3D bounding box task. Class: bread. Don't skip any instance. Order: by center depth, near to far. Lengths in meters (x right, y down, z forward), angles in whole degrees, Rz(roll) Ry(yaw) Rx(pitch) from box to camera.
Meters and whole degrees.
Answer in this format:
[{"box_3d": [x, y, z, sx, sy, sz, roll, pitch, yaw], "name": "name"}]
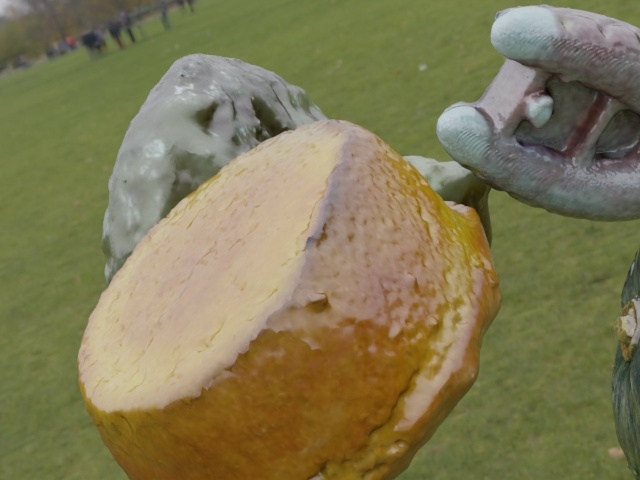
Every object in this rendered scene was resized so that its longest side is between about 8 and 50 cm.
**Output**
[{"box_3d": [-0.029, 0.058, 0.751, 0.312, 0.172, 0.312, -34, 24, 18], "name": "bread"}]

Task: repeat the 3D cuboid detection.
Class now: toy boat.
[{"box_3d": [0.205, -0.081, 0.812, 0.227, 0.155, 0.085, 16, 25, -25], "name": "toy boat"}]

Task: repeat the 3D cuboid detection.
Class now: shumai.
[{"box_3d": [0.000, 0.000, 1.057, 0.323, 0.324, 0.397, 11, 11, 17], "name": "shumai"}]

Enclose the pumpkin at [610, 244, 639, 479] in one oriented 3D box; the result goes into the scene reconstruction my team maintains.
[{"box_3d": [0.214, 0.055, 0.515, 0.146, 0.190, 0.190, -5, 16, 3], "name": "pumpkin"}]
